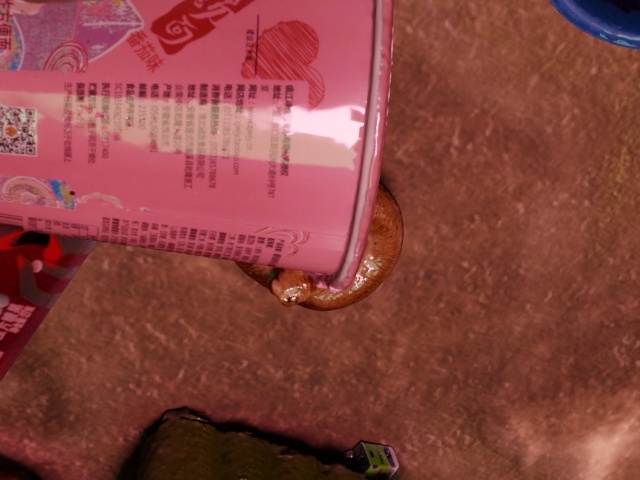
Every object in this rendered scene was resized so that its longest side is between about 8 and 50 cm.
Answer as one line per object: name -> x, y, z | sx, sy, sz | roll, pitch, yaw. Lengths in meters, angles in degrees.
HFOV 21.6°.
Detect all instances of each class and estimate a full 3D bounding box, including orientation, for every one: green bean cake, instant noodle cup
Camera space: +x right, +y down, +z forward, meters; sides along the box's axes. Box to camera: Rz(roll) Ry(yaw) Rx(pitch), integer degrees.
green bean cake -> -0.067, 0.287, 1.334 | 0.246, 0.156, 0.250 | 21, 127, -14
instant noodle cup -> -0.089, -0.097, 0.944 | 0.231, 0.243, 0.243 | 3, 133, -6

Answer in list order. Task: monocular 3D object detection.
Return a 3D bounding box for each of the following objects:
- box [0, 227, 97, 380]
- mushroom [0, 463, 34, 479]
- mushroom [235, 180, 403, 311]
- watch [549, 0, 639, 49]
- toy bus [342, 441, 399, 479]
box -> -0.228, 0.012, 1.121 | 0.120, 0.069, 0.224 | 21, 127, -29
mushroom -> -0.303, 0.248, 1.294 | 0.231, 0.138, 0.194 | -26, 119, 1
mushroom -> -0.004, -0.003, 1.144 | 0.109, 0.085, 0.126 | -53, 128, -11
watch -> 0.212, -0.208, 0.955 | 0.200, 0.171, 0.196 | -18, 123, 20
toy bus -> 0.028, 0.202, 1.383 | 0.037, 0.031, 0.083 | 8, 131, -32
